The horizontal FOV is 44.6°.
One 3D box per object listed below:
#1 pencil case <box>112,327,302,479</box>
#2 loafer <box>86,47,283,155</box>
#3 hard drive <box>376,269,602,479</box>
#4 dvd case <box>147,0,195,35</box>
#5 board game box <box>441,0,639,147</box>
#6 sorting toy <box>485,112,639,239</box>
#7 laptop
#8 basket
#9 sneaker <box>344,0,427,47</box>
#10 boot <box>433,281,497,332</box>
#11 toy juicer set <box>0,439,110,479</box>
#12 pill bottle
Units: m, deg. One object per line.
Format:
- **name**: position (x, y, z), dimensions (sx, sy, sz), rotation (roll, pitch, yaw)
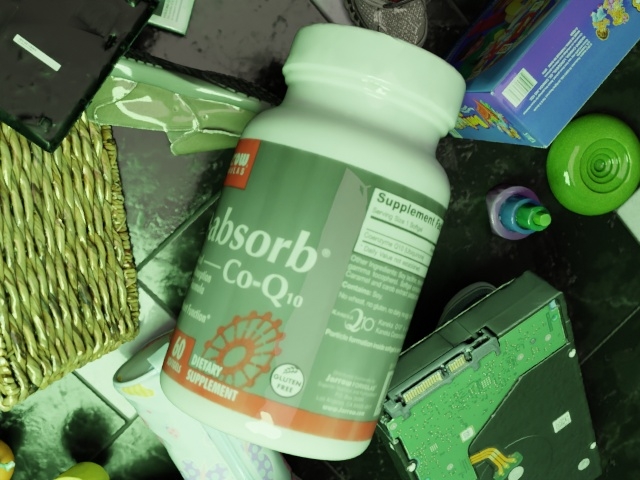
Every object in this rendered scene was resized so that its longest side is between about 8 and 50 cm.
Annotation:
- **pencil case**: position (-0.117, 0.226, 0.873), dimensions (0.114, 0.124, 0.273), rotation (-32, 103, -5)
- **loafer**: position (-0.132, -0.134, 0.827), dimensions (0.251, 0.094, 0.087), rotation (15, 110, -20)
- **hard drive**: position (0.198, 0.222, 0.902), dimensions (0.237, 0.064, 0.338), rotation (-33, 127, -10)
- **dvd case**: position (-0.232, -0.334, 0.802), dimensions (0.239, 0.029, 0.179), rotation (15, 96, -14)
- **board game box**: position (0.267, -0.258, 0.813), dimensions (0.078, 0.233, 0.347), rotation (41, 90, -16)
- **sorting toy**: position (0.373, -0.096, 0.919), dimensions (0.366, 0.126, 0.127), rotation (-27, 104, -7)
- **laptop**: position (-0.265, -0.253, 0.716), dimensions (0.234, 0.136, 0.264), rotation (35, 88, -14)
- **basket**: position (-0.345, 0.000, 0.803), dimensions (0.214, 0.223, 0.299), rotation (-3, 102, 22)
- **sneaker**: position (0.062, -0.302, 0.829), dimensions (0.088, 0.092, 0.225), rotation (-25, 114, -5)
- **boot**: position (0.164, 0.138, 0.935), dimensions (0.069, 0.086, 0.190), rotation (35, 91, -15)
- **toy juicer set**: position (-0.372, 0.369, 0.843), dimensions (0.209, 0.089, 0.328), rotation (22, 99, -1)
- **pill bottle**: position (0.000, 0.000, 0.740), dimensions (0.210, 0.210, 0.362), rotation (19, 88, -14)
